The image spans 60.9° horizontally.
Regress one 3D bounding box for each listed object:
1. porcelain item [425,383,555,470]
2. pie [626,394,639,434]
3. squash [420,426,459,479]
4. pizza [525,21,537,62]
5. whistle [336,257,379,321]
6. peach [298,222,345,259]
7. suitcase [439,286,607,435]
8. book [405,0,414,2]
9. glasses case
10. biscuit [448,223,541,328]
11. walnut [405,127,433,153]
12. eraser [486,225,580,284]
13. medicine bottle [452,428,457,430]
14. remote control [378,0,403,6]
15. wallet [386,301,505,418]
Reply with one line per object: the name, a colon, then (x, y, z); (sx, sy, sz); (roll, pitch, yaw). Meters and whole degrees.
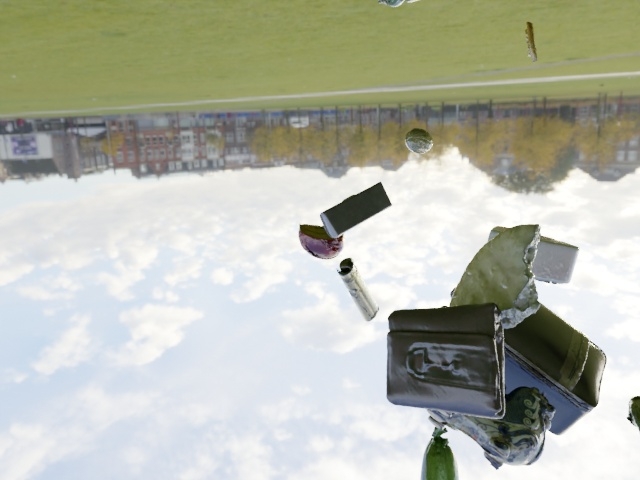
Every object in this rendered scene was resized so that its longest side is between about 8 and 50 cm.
porcelain item: (0.364, 0.363, 1.205); (0.288, 0.138, 0.186); (30, -118, 24)
pie: (0.829, 0.468, 1.235); (0.306, 0.071, 0.306); (28, -155, -14)
squash: (0.293, 0.655, 1.364); (0.101, 0.379, 0.101); (4, 177, 0)
pizza: (0.622, -0.574, 1.606); (0.026, 0.123, 0.108); (-8, 178, 26)
whistle: (0.127, 0.166, 1.743); (0.068, 0.326, 0.057); (-38, -130, -6)
peach: (0.001, 0.004, 1.828); (0.172, 0.127, 0.093); (22, -137, -27)
suitcase: (0.511, 0.267, 1.393); (0.434, 0.194, 0.283); (39, -143, 13)
book: (0.288, -0.794, 1.414); (0.201, 0.290, 0.026); (-3, -159, 35)
glasses case: (0.088, -0.076, 1.331); (0.190, 0.072, 0.042); (-29, -172, -28)
biscuit: (0.311, 0.083, 0.969); (0.040, 0.266, 0.188); (28, -176, -24)
walnut: (0.310, -0.313, 1.714); (0.092, 0.092, 0.092); (-2, -167, 1)
eraser: (0.698, 0.042, 1.935); (0.331, 0.150, 0.331); (10, -168, -2)
medicine bottle: (0.413, 0.424, 1.393); (0.216, 0.091, 0.090); (1, -170, -32)
remote control: (0.172, -0.635, 1.348); (0.045, 0.098, 0.256); (10, -147, -16)
wallet: (0.205, 0.202, 0.939); (0.049, 0.182, 0.229); (11, 165, -42)
